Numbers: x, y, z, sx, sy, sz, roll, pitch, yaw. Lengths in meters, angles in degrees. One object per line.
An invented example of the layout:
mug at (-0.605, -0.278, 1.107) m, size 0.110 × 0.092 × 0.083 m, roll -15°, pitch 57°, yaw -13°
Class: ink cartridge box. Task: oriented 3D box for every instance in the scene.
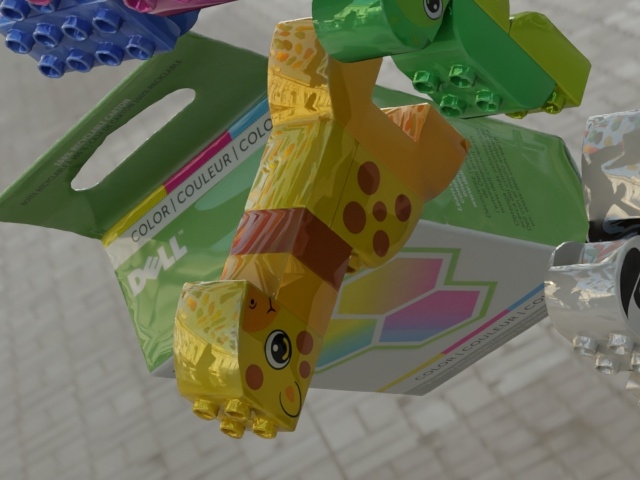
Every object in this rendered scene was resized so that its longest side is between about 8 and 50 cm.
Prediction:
ink cartridge box at (0.000, 0.000, 0.636) m, size 0.109 × 0.062 × 0.209 m, roll -37°, pitch -30°, yaw 31°

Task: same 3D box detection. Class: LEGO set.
LEGO set at (-0.004, -0.014, 0.372) m, size 0.087 × 0.227 × 0.093 m, roll -6°, pitch 57°, yaw 43°
